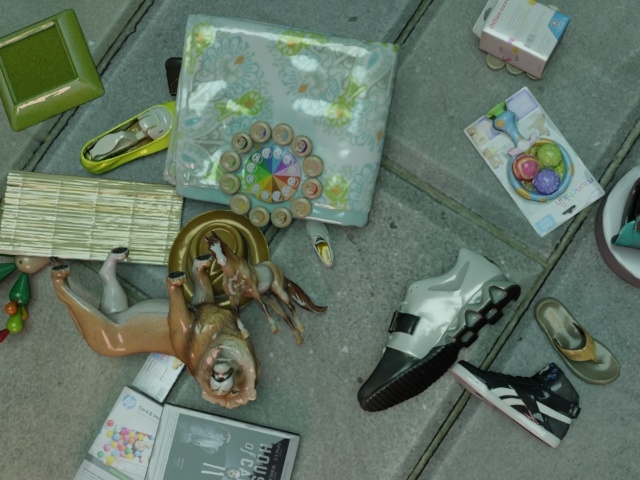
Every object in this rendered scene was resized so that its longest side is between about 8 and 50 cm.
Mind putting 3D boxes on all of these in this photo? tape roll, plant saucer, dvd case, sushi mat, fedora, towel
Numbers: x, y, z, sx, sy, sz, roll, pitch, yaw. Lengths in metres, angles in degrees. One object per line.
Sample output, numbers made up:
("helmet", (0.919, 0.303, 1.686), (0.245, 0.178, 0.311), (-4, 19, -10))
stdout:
("tape roll", (0.583, -0.024, 1.707), (0.219, 0.072, 0.219), (-1, 79, 4))
("plant saucer", (-0.521, -0.324, 1.867), (0.188, 0.045, 0.188), (-23, 79, 1))
("dvd case", (-0.169, 0.388, 1.696), (0.238, 0.029, 0.179), (14, 84, -2))
("sushi mat", (-0.404, -0.039, 1.781), (0.316, 0.019, 0.152), (5, 81, -10))
("fedora", (-0.180, 0.031, 1.748), (0.194, 0.079, 0.194), (0, 74, 0))
("towel", (-0.073, -0.208, 1.733), (0.374, 0.090, 0.321), (11, 104, 6))

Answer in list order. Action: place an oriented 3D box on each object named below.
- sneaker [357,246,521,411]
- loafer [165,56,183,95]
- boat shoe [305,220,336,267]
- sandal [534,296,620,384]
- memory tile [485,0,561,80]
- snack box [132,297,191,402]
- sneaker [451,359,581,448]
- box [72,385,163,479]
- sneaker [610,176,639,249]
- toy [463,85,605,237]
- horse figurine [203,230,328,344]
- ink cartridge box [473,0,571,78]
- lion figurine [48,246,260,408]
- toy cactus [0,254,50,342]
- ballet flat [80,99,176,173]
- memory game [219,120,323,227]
("sneaker", (0.171, 0.147, 1.701), (0.330, 0.122, 0.146), (-42, 61, -2))
("loafer", (-0.176, -0.280, 1.821), (0.220, 0.080, 0.078), (8, 90, 11))
("boat shoe", (0.000, 0.000, 1.770), (0.035, 0.035, 0.100), (-19, 79, 1))
("sandal", (0.430, 0.170, 1.696), (0.072, 0.049, 0.180), (-39, 79, -3))
("memory tile", (0.367, -0.367, 1.817), (0.113, 0.012, 0.148), (15, 81, 7))
("snack box", (-0.256, 0.192, 1.764), (0.064, 0.022, 0.178), (30, 84, 11))
("sneaker", (0.334, 0.238, 1.684), (0.217, 0.079, 0.121), (36, 81, 2))
("box", (-0.317, 0.367, 1.730), (0.145, 0.038, 0.186), (28, 82, 8))
("sneaker", (0.559, 0.013, 1.600), (0.178, 0.124, 0.296), (-5, 72, -1))
("toy", (0.370, -0.142, 1.751), (0.137, 0.056, 0.237), (-35, 77, 6))
("horse figurine", (-0.094, 0.086, 1.677), (0.066, 0.263, 0.174), (-37, 66, 22))
("ink cartridge box", (0.348, -0.367, 1.765), (0.143, 0.090, 0.092), (30, 83, 10))
("lion figurine", (-0.283, 0.145, 1.700), (0.392, 0.142, 0.240), (8, 117, 26))
("toy cactus", (-0.554, 0.058, 1.788), (0.180, 0.112, 0.219), (-25, 76, -19))
("ballet flat", (-0.330, -0.190, 1.810), (0.231, 0.077, 0.077), (-27, 78, -1))
("memory game", (-0.084, -0.110, 1.704), (0.186, 0.012, 0.186), (2, 103, 9))
